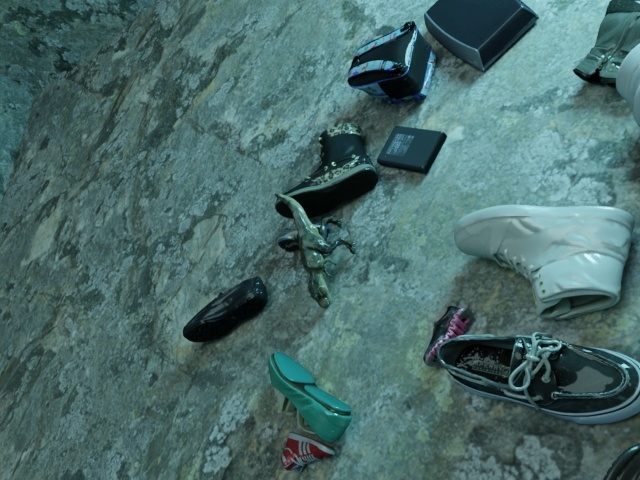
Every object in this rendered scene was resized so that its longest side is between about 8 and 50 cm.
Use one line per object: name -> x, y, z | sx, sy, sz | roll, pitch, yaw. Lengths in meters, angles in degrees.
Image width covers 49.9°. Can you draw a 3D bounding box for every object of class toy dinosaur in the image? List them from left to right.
toy dinosaur -> 0.000, 0.000, 1.417 | 0.118, 0.064, 0.268 | -15, 68, -12

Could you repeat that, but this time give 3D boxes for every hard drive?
hard drive -> 0.190, -0.192, 1.443 | 0.135, 0.022, 0.094 | 19, 76, 48
hard drive -> 0.335, -0.485, 1.489 | 0.172, 0.054, 0.254 | -43, 42, 11

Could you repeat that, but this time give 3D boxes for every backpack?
backpack -> 0.153, -0.384, 1.538 | 0.173, 0.117, 0.158 | -7, 58, 39

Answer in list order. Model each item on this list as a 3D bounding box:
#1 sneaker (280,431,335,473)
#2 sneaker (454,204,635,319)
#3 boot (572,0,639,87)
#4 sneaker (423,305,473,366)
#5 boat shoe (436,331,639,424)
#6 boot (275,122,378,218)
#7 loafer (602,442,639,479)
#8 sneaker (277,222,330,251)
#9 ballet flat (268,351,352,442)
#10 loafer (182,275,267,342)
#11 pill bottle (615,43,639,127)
sneaker -> -0.025, 0.385, 1.221 | 0.118, 0.042, 0.067 | -2, 57, 50
sneaker -> 0.330, 0.038, 1.089 | 0.293, 0.108, 0.169 | -3, 58, 40
boot -> 0.564, -0.325, 1.163 | 0.246, 0.083, 0.161 | 21, 85, 54
sneaker -> 0.208, 0.160, 1.168 | 0.119, 0.047, 0.057 | -52, 34, -11
boat shoe -> 0.313, 0.185, 1.002 | 0.306, 0.105, 0.113 | 6, 67, 45
boot -> 0.006, -0.155, 1.532 | 0.236, 0.085, 0.178 | -21, 47, 14
loafer -> 0.378, 0.362, 0.851 | 0.078, 0.080, 0.220 | 19, 82, 38
sneaker -> -0.036, -0.023, 1.513 | 0.135, 0.052, 0.058 | -15, 46, 33
ballet flat -> -0.037, 0.294, 1.272 | 0.247, 0.083, 0.087 | 30, 98, 51
loafer -> -0.213, 0.156, 1.536 | 0.223, 0.076, 0.078 | -31, 40, 16
pill bottle -> 0.561, -0.192, 1.003 | 0.152, 0.152, 0.272 | -41, 43, 14
